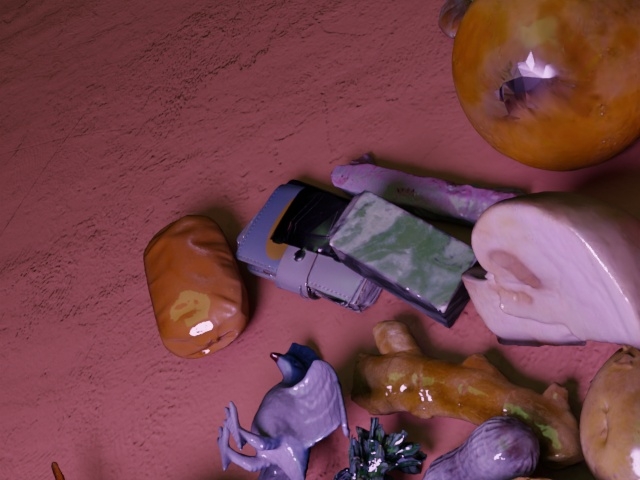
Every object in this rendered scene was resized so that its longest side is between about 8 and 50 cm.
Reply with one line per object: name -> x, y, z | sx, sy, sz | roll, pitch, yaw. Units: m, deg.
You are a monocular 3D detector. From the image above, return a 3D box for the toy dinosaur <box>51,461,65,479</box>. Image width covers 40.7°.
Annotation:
toy dinosaur -> -0.294, 0.400, 0.937 | 0.208, 0.097, 0.432 | -54, 21, 41

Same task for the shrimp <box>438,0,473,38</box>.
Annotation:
shrimp -> 0.286, -0.361, 1.269 | 0.251, 0.052, 0.143 | 4, 60, 36

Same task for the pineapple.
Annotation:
pineapple -> 0.054, 0.304, 0.918 | 0.103, 0.083, 0.221 | 16, 59, -3

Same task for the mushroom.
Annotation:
mushroom -> 0.269, 0.007, 0.923 | 0.162, 0.173, 0.236 | -30, 13, -30

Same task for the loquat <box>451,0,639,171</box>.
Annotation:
loquat -> 0.291, -0.215, 1.051 | 0.263, 0.263, 0.263 | -17, 52, 23

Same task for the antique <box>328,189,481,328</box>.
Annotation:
antique -> 0.102, 0.019, 1.067 | 0.183, 0.086, 0.088 | 31, 80, 23

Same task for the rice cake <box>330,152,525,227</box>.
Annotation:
rice cake -> 0.141, -0.071, 1.164 | 0.290, 0.051, 0.081 | 18, 63, 39

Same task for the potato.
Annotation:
potato -> 0.329, 0.155, 0.840 | 0.138, 0.098, 0.243 | 10, 65, 20

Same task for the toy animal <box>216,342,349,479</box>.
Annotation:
toy animal -> -0.031, 0.221, 1.009 | 0.239, 0.176, 0.255 | -59, 42, 40

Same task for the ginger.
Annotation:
ginger -> 0.161, 0.180, 0.973 | 0.299, 0.065, 0.118 | 18, 79, 36

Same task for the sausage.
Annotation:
sausage -> -0.181, 0.060, 1.234 | 0.136, 0.120, 0.241 | -25, 47, -3

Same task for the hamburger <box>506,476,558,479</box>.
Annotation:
hamburger -> 0.191, 0.369, 0.773 | 0.259, 0.144, 0.283 | -23, 46, 12

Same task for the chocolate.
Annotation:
chocolate -> 0.161, 0.239, 0.891 | 0.167, 0.072, 0.072 | -50, 37, 40

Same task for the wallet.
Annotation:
wallet -> 0.000, 0.000, 1.196 | 0.231, 0.069, 0.170 | 21, 68, 39
